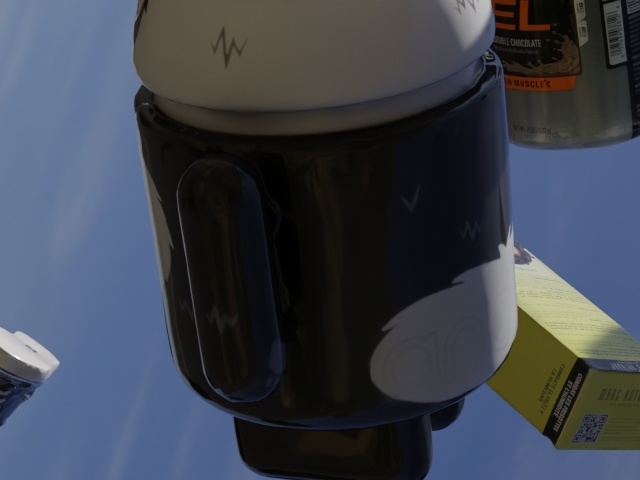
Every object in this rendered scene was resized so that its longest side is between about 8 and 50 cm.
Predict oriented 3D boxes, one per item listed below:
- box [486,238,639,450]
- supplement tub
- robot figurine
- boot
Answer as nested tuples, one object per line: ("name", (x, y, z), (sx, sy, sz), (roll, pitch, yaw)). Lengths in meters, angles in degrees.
("box", (0.112, 0.043, 1.130), (0.232, 0.087, 0.058), (43, -63, 42))
("supplement tub", (0.258, -0.281, 1.910), (0.207, 0.207, 0.338), (-129, -154, -64))
("robot figurine", (0.001, -0.022, 0.849), (0.209, 0.174, 0.278), (-132, -148, -61))
("boot", (-0.285, 0.128, 1.604), (0.086, 0.069, 0.190), (-52, 173, -3))
